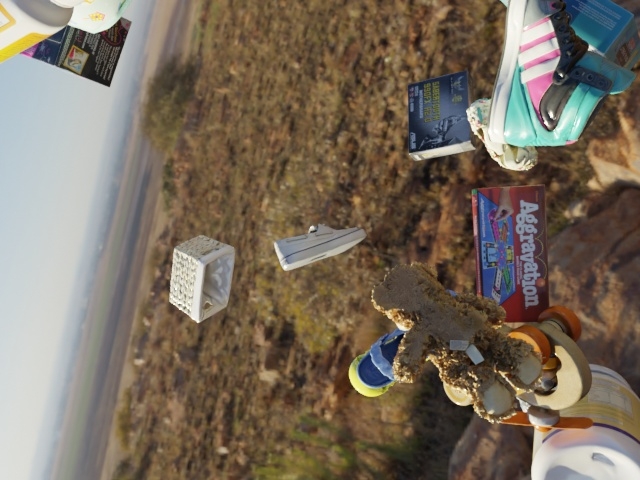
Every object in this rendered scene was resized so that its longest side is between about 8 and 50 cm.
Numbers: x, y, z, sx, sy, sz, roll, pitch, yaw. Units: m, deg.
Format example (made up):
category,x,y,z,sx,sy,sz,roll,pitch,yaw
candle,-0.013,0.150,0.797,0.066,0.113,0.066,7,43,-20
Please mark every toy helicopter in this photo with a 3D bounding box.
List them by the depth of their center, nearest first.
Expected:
category,x,y,z,sx,sy,sz,roll,pitch,yaw
toy helicopter,0.390,0.287,1.493,0.355,0.140,0.234,-29,85,51

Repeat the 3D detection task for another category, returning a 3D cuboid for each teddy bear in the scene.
category,x,y,z,sx,sy,sz,roll,pitch,yaw
teddy bear,0.243,0.184,1.353,0.245,0.338,0.113,-58,-17,-24

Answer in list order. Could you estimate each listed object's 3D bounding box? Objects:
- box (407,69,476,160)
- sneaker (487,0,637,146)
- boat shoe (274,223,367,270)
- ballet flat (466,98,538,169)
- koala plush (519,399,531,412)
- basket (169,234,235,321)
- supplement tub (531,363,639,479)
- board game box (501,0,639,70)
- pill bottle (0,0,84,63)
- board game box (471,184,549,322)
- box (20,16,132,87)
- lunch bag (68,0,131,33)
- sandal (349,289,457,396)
category,x,y,z,sx,sy,sz,roll,pitch,yaw
box,0.342,-0.352,2.104,0.183,0.056,0.230,-9,68,28
sneaker,0.342,-0.258,1.010,0.124,0.179,0.295,-37,-42,-54
boat shoe,0.000,0.000,1.966,0.088,0.268,0.096,64,154,12
ballet flat,0.376,-0.197,1.535,0.091,0.241,0.077,-26,46,34
koala plush,0.597,0.448,1.924,0.203,0.221,0.196,-42,8,-4
basket,-0.279,0.084,1.729,0.113,0.103,0.167,-30,-43,-52
supplement tub,0.587,0.435,1.610,0.240,0.241,0.331,-69,-10,25
board game box,0.453,-0.408,1.360,0.079,0.254,0.336,-56,-20,18
pill bottle,-0.437,-0.338,1.041,0.246,0.136,0.136,-18,52,25
board game box,0.390,0.030,1.519,0.027,0.145,0.281,-33,-61,-75
box,-0.560,-0.460,1.673,0.247,0.142,0.163,25,96,42
lunch bag,-0.463,-0.526,1.400,0.262,0.223,0.160,-42,59,28
sandal,0.208,0.224,1.655,0.317,0.126,0.138,-41,-11,-18
